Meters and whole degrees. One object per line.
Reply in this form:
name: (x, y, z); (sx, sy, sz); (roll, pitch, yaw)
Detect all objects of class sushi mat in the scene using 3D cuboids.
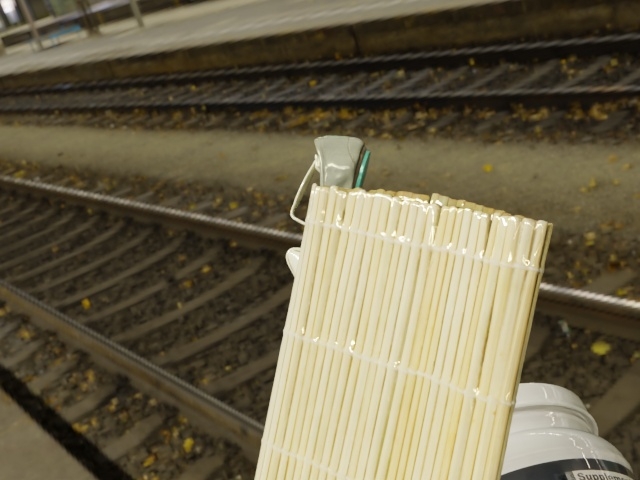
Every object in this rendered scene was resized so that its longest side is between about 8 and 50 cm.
sushi mat: (0.023, 0.128, 0.475); (0.151, 0.316, 0.019); (10, -2, 41)

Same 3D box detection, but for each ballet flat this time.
ballet flat: (0.000, 0.000, 0.885); (0.068, 0.213, 0.072); (10, -3, 4)

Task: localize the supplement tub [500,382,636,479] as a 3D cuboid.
supplement tub: (0.177, 0.268, 0.678); (0.191, 0.191, 0.272); (-18, 46, 2)
